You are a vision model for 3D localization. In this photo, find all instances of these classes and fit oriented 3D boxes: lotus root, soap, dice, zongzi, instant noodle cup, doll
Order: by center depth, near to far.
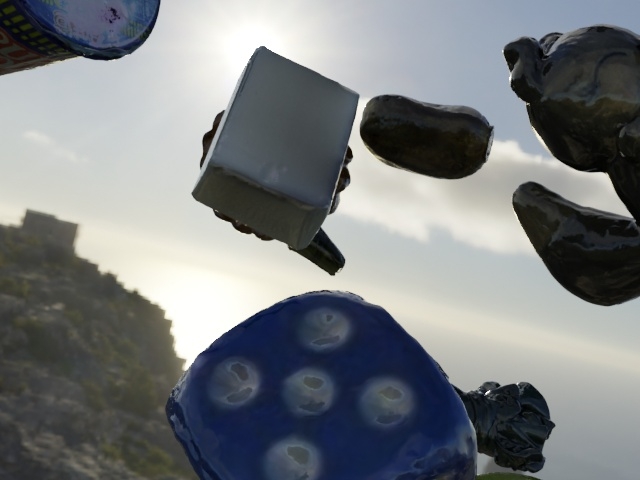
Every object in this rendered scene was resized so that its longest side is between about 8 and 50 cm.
[{"bbox_3d":[0.000,0.127,0.559,0.143,0.146,0.146,49,-19,30],"label":"dice"},{"bbox_3d":[-0.037,-0.093,0.881,0.122,0.183,0.063,25,-41,-11],"label":"soap"},{"bbox_3d":[-0.392,-0.306,1.080,0.313,0.284,0.284,-12,-16,31],"label":"instant noodle cup"},{"bbox_3d":[0.380,-0.118,1.304,0.382,0.378,0.252,44,25,24],"label":"doll"},{"bbox_3d":[0.000,0.000,1.578,0.104,0.052,0.113,38,28,-13],"label":"zongzi"},{"bbox_3d":[0.209,-0.204,1.829,0.275,0.151,0.160,11,-6,26],"label":"lotus root"}]

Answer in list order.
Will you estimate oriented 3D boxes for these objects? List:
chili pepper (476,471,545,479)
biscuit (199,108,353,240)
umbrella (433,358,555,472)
[{"bbox_3d":[0.198,0.284,1.030,0.208,0.048,0.043,2,3,14],"label":"chili pepper"},{"bbox_3d":[-0.085,-0.155,1.848,0.326,0.325,0.107,12,2,20],"label":"biscuit"},{"bbox_3d":[0.123,0.183,1.137,0.349,0.094,0.143,23,13,2],"label":"umbrella"}]
